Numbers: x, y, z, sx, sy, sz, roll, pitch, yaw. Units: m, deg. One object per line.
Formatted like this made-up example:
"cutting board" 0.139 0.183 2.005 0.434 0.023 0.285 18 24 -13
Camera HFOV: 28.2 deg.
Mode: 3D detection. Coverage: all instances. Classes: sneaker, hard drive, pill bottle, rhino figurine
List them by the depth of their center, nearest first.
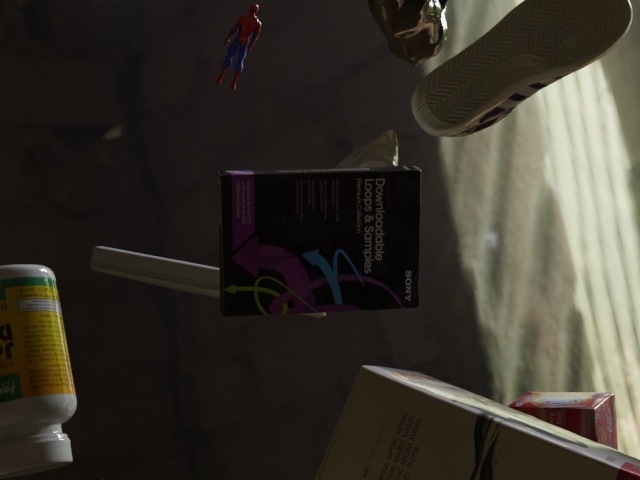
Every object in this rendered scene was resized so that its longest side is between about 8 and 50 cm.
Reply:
"pill bottle" -0.320 0.139 1.334 0.117 0.208 0.117 -11 -12 -3
"rhino figurine" 0.089 -0.269 1.390 0.073 0.106 0.243 7 -10 20
"sneaker" 0.038 -0.080 1.777 0.080 0.094 0.212 37 -47 -22
"hard drive" -0.167 0.060 1.877 0.307 0.040 0.203 8 -6 43
"sneaker" 0.298 -0.267 1.898 0.350 0.131 0.148 -27 -8 9

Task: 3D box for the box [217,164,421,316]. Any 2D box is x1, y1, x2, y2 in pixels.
"box" 0.000 0.000 1.016 0.162 0.116 0.029 -3 13 -10

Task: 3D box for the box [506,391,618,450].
"box" 0.335 0.341 1.738 0.128 0.257 0.122 -2 3 26

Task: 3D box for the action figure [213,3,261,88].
"action figure" -0.108 -0.261 1.694 0.038 0.115 0.030 19 18 -17

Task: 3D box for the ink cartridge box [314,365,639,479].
"ink cartridge box" 0.135 0.173 0.884 0.237 0.100 0.172 20 -1 18
